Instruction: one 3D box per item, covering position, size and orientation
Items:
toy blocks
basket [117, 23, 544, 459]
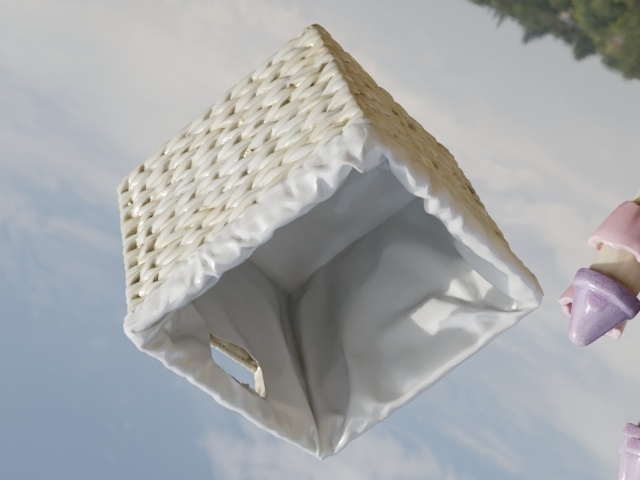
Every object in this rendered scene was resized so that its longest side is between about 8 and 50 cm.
[{"bbox_3d":[0.331,0.117,0.923,0.309,0.260,0.288,32,170,13],"label":"toy blocks"},{"bbox_3d":[0.000,0.000,1.236,0.328,0.331,0.266,39,-159,-38],"label":"basket"}]
